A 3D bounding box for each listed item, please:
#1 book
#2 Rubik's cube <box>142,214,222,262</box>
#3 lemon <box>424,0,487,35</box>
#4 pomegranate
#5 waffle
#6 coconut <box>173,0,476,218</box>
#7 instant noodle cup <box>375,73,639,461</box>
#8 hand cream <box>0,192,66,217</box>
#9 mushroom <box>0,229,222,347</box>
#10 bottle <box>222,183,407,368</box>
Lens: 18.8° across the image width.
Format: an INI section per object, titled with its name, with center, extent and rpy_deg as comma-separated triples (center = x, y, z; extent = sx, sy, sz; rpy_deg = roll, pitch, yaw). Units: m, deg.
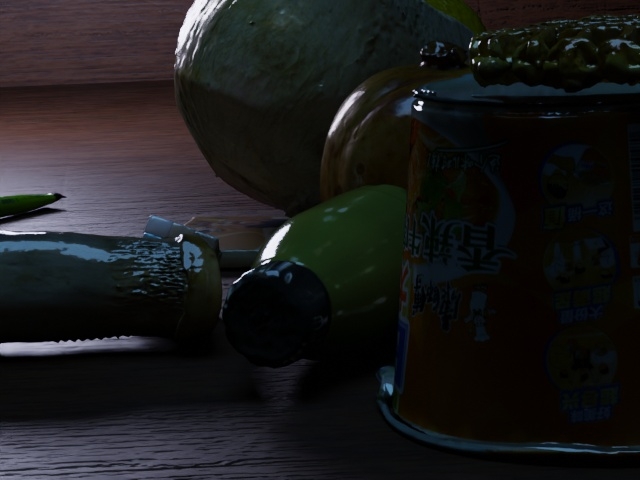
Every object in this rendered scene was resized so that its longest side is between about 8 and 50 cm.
[book]
center = 0.000, 0.000, 1.854
extent = 0.295, 0.020, 0.208
rpy_deg = -1, 9, 8
[Rubik's cube]
center = -0.120, 0.029, 1.581
extent = 0.075, 0.073, 0.084
rpy_deg = 13, -16, 20
[lemon]
center = 0.058, -0.170, 2.170
extent = 0.320, 0.245, 0.245
rpy_deg = -10, 12, -15
[pomegranate]
center = 0.109, -0.062, 1.627
extent = 0.215, 0.215, 0.215
rpy_deg = -2, 10, 0
[waffle]
center = 0.181, -0.117, 1.186
extent = 0.191, 0.038, 0.191
rpy_deg = -3, 9, 1
[coconut]
center = -0.006, -0.152, 1.907
extent = 0.297, 0.254, 0.297
rpy_deg = 28, 2, -1
[instant noodle cup]
center = 0.180, 0.002, 1.244
extent = 0.296, 0.214, 0.296
rpy_deg = -2, 10, 0
[hand cream]
center = -0.335, -0.040, 2.139
extent = 0.036, 0.023, 0.122
rpy_deg = -9, 3, 37
[mushroom]
center = -0.244, 0.039, 1.494
extent = 0.351, 0.095, 0.123
rpy_deg = 1, 2, 9
[bottle]
center = 0.009, 0.030, 1.415
extent = 0.112, 0.112, 0.260
rpy_deg = 2, 11, 21
